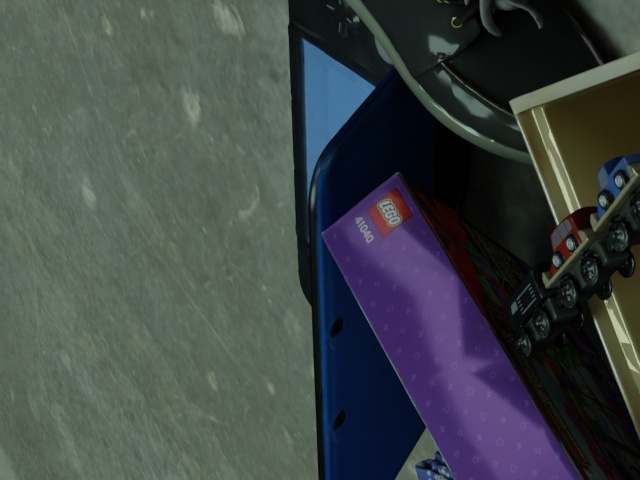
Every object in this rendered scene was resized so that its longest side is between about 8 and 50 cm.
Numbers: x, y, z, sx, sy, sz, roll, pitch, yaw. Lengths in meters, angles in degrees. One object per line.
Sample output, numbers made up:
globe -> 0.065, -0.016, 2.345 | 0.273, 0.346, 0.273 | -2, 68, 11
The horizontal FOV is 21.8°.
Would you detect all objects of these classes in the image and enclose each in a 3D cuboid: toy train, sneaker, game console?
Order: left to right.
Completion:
game console -> 0.000, 0.000, 1.034 | 0.250, 0.173, 0.293 | 39, 140, 44
sneaker -> 0.072, -0.136, 0.855 | 0.222, 0.083, 0.118 | 44, 160, 19
toy train -> 0.117, 0.005, 0.719 | 0.158, 0.027, 0.036 | 119, 135, -58

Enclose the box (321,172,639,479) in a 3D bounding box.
box -> 0.128, 0.117, 0.837 | 0.201, 0.057, 0.293 | 32, -156, -54

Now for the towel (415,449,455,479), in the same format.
towel -> 0.190, 0.270, 1.046 | 0.336, 0.040, 0.243 | 12, 122, 60

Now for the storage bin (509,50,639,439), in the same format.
storage bin -> 0.237, 0.020, 0.670 | 0.262, 0.123, 0.260 | -18, 93, 63

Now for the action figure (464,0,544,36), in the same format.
action figure -> 0.080, -0.208, 0.669 | 0.185, 0.099, 0.285 | 22, 132, 25
